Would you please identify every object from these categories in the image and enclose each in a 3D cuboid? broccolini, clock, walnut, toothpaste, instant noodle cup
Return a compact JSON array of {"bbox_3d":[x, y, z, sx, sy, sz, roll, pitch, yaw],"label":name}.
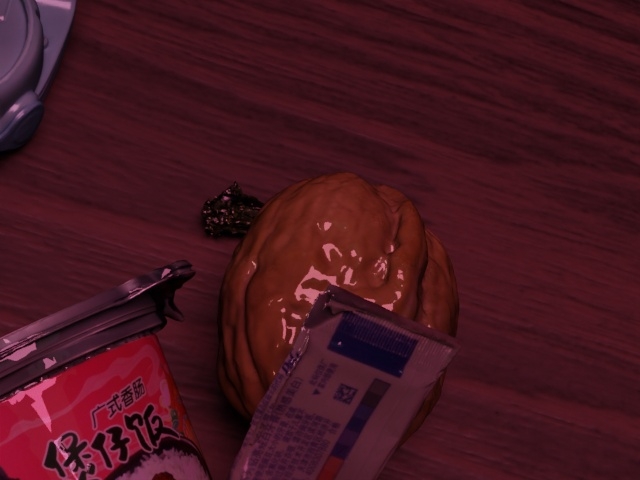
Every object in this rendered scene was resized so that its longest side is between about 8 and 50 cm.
[{"bbox_3d":[0.000,0.001,1.143,0.218,0.044,0.042,18,44,-12],"label":"broccolini"},{"bbox_3d":[-0.333,-0.169,1.100,0.224,0.094,0.274,10,60,-9],"label":"clock"},{"bbox_3d":[0.013,0.059,1.023,0.198,0.198,0.245,20,62,-4],"label":"walnut"},{"bbox_3d":[-0.015,0.167,0.931,0.099,0.282,0.068,12,23,-45],"label":"toothpaste"},{"bbox_3d":[-0.184,0.161,0.898,0.181,0.302,0.258,62,21,3],"label":"instant noodle cup"}]
